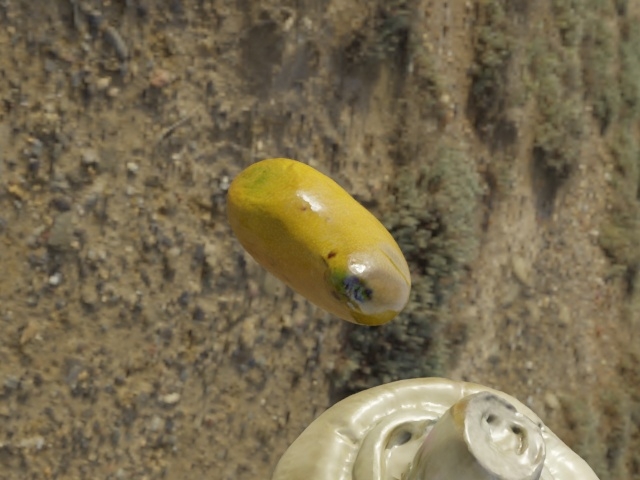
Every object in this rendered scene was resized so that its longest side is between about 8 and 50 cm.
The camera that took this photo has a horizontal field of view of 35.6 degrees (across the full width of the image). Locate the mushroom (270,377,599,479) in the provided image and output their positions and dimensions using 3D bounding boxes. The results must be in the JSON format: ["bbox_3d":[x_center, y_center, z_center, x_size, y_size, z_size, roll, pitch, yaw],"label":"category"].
[{"bbox_3d":[0.095,0.204,0.719,0.260,0.254,0.234,-22,150,-25],"label":"mushroom"}]

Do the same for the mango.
[{"bbox_3d":[0.000,0.000,0.642,0.098,0.190,0.075,23,98,-37],"label":"mango"}]
